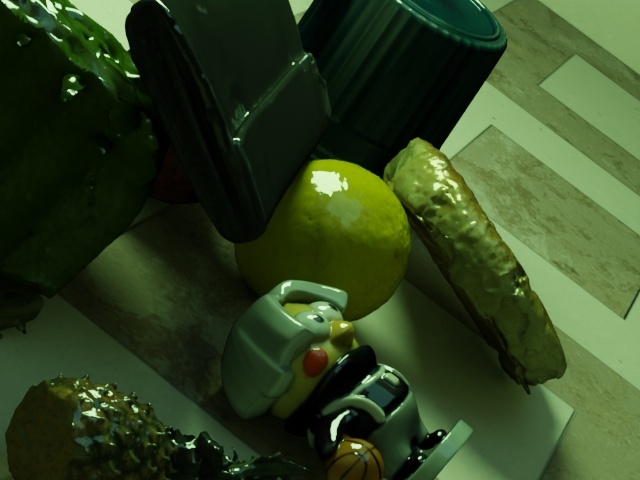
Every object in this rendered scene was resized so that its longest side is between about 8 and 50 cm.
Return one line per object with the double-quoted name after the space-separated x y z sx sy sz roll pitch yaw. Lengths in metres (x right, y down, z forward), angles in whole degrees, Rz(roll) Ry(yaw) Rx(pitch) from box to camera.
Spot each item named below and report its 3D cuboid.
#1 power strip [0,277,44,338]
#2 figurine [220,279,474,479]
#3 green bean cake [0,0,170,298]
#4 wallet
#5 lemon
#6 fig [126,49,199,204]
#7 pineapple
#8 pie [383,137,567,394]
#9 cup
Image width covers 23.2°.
-0.314 0.024 1.393 0.169 0.028 0.076 44 26 18 "power strip"
0.012 0.149 1.452 0.236 0.133 0.176 42 24 8 "figurine"
-0.292 -0.148 1.398 0.335 0.218 0.319 44 11 -22 "green bean cake"
-0.073 -0.156 1.498 0.228 0.062 0.406 65 16 -13 "wallet"
0.000 0.000 1.640 0.203 0.178 0.178 15 32 -43 "lemon"
-0.161 -0.137 1.692 0.205 0.205 0.205 27 26 -15 "fig"
-0.131 0.181 1.263 0.251 0.125 0.125 18 30 -41 "pineapple"
0.172 0.026 1.761 0.339 0.083 0.339 59 2 -3 "pie"
0.036 -0.207 1.905 0.308 0.292 0.242 32 26 -7 "cup"
